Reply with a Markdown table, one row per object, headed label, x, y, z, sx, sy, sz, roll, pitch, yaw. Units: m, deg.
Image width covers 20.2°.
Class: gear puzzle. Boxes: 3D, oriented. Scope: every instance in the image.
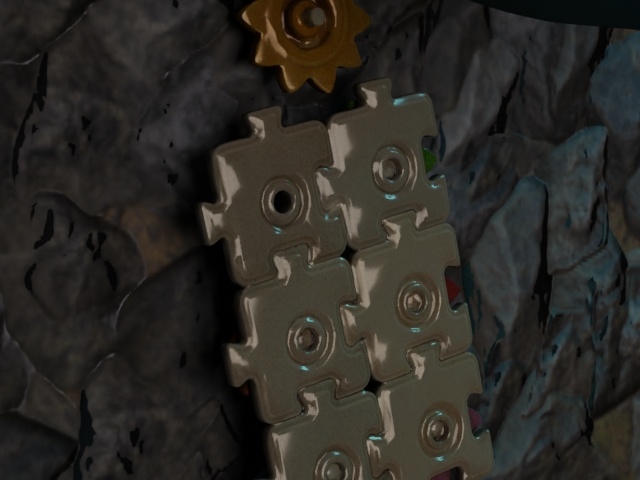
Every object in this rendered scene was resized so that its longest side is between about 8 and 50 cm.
| label | x | y | z | sx | sy | sz | roll | pitch | yaw |
| --- | --- | --- | --- | --- | --- | --- | --- | --- | --- |
| gear puzzle | 0.000 | 0.000 | 1.024 | 0.175 | 0.044 | 0.339 | -18 | 103 | -34 |

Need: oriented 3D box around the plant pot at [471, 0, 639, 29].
| label | x | y | z | sx | sy | sz | roll | pitch | yaw |
| --- | --- | --- | --- | --- | --- | --- | --- | --- | --- |
| plant pot | 0.107 | -0.218 | 0.959 | 0.165 | 0.234 | 0.165 | 33 | 75 | -35 |
